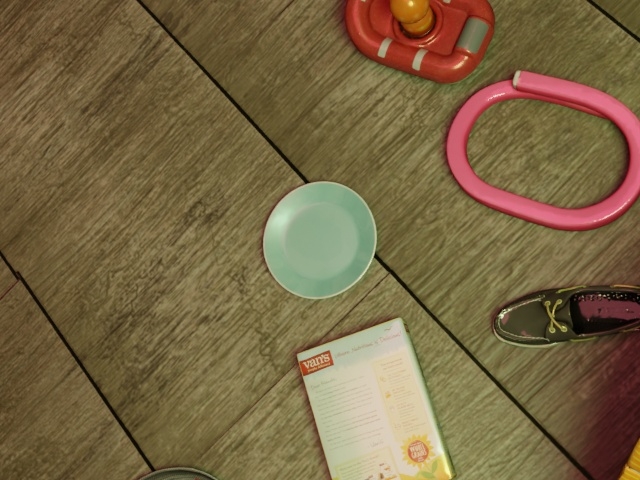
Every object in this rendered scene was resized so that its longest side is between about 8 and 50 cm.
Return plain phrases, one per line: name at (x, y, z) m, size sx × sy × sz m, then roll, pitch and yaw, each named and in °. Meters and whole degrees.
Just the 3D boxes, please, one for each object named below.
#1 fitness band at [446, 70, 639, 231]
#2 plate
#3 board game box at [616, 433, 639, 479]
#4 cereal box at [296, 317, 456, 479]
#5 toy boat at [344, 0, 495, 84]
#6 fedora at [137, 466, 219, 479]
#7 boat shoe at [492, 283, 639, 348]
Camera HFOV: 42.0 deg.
fitness band at (0.327, -0.130, 1.214) m, size 0.290 × 0.054 × 0.209 m, roll 20°, pitch 86°, yaw 23°
plate at (0.000, 0.000, 1.314) m, size 0.188 × 0.024 × 0.188 m, roll -4°, pitch 78°, yaw 18°
board game box at (0.540, 0.187, 0.834) m, size 0.356 × 0.356 × 0.356 m, roll 27°, pitch 53°, yaw 24°
cereal box at (0.079, 0.253, 1.221) m, size 0.172 × 0.047 × 0.240 m, roll -20°, pitch 73°, yaw 14°
toy boat at (0.142, -0.341, 1.268) m, size 0.231 × 0.151 × 0.151 m, roll 23°, pitch 86°, yaw 22°
fedora at (-0.244, 0.470, 1.244) m, size 0.275 × 0.124 × 0.244 m, roll -27°, pitch 71°, yaw 12°
boat shoe at (0.347, 0.099, 1.149) m, size 0.227 × 0.068 × 0.081 m, roll -10°, pitch 75°, yaw 17°
